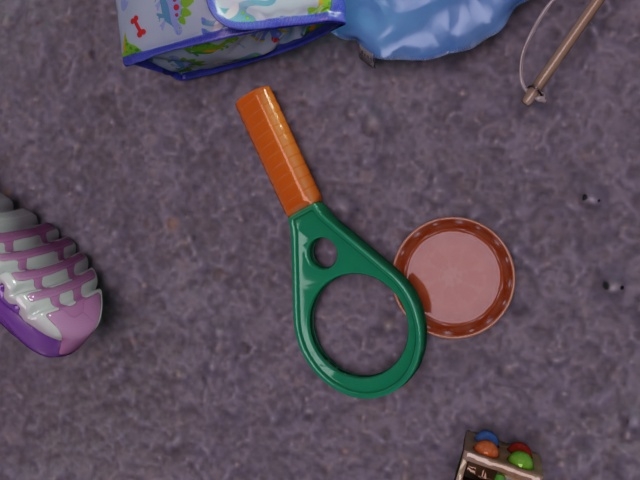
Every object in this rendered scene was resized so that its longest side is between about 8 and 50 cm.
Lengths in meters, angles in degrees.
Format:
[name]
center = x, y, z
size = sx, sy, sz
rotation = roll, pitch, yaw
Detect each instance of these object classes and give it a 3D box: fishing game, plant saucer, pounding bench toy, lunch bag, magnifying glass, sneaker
[fishing game]
center = 0.072, -0.206, 0.540
size = 0.264, 0.041, 0.189
rotation = 36, 98, 17
[plant saucer]
center = 0.091, 0.025, 0.553
size = 0.083, 0.013, 0.083
rotation = 0, 90, 12
[pounding bench toy]
center = 0.110, 0.164, 0.516
size = 0.052, 0.083, 0.065
rotation = 17, 95, 12
[lunch bag]
center = -0.061, -0.187, 0.531
size = 0.151, 0.096, 0.129
rotation = -9, 90, 21
[magnifying glass]
center = 0.000, 0.000, 0.563
size = 0.092, 0.026, 0.231
rotation = -28, 85, 23
[sneaker]
center = -0.265, 0.015, 0.594
size = 0.236, 0.095, 0.104
rotation = 38, 104, 14
